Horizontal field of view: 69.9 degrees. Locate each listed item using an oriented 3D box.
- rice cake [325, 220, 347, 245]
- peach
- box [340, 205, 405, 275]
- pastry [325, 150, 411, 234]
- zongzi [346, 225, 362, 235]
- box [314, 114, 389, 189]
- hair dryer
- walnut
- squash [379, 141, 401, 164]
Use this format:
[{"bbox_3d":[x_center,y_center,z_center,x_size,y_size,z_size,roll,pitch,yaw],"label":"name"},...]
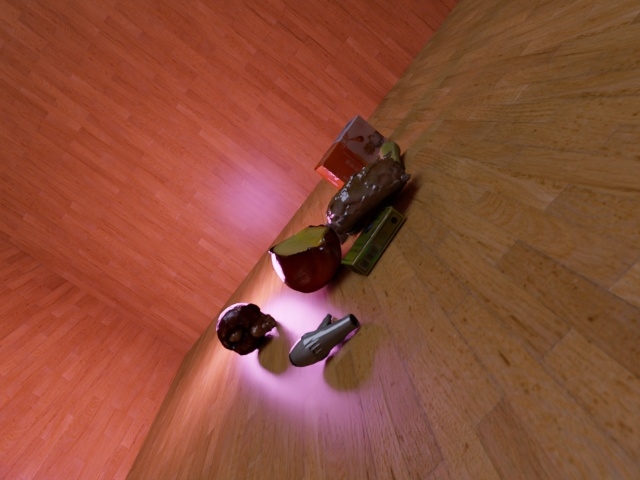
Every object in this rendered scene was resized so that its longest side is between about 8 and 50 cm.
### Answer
[{"bbox_3d":[0.119,-0.127,1.884,0.298,0.106,0.050,-57,21,-16],"label":"rice cake"},{"bbox_3d":[-0.026,0.076,1.654,0.257,0.201,0.361,-29,13,-20],"label":"peach"},{"bbox_3d":[0.162,0.000,1.430,0.220,0.064,0.141,-53,9,-6],"label":"box"},{"bbox_3d":[0.145,-0.148,1.547,0.329,0.136,0.330,-38,-9,-7],"label":"pastry"},{"bbox_3d":[0.150,-0.076,1.774,0.119,0.055,0.109,-38,-17,-50],"label":"zongzi"},{"bbox_3d":[0.157,-0.430,2.341,0.341,0.225,0.143,-55,12,-9],"label":"box"},{"bbox_3d":[0.034,0.243,1.254,0.219,0.088,0.225,-33,7,43],"label":"hair dryer"},{"bbox_3d":[-0.310,0.362,1.959,0.243,0.222,0.269,-20,7,6],"label":"walnut"},{"bbox_3d":[0.295,-0.325,1.854,0.094,0.094,0.224,-49,19,22],"label":"squash"}]
